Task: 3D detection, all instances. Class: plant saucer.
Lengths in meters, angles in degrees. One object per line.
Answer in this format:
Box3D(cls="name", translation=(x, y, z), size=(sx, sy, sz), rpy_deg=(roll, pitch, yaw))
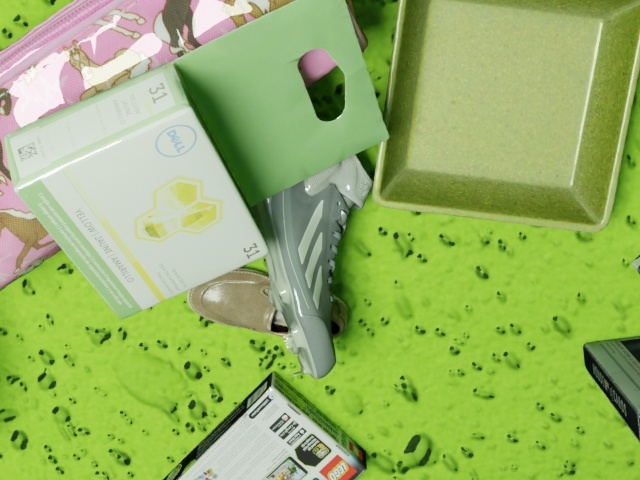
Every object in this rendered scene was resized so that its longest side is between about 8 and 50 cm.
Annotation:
Box3D(cls="plant saucer", translation=(0.144, -0.111, 0.865), size=(0.188, 0.045, 0.188), rpy_deg=(7, 106, -1))

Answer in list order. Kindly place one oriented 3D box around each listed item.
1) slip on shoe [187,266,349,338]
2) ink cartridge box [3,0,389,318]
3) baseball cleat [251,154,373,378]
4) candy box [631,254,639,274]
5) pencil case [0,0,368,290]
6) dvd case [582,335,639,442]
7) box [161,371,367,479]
Box3D(cls="slip on shoe", translation=(-0.043, 0.057, 0.916), size=(0.135, 0.041, 0.051), rpy_deg=(15, 106, -4))
Box3D(cls="ink cartridge box", translation=(-0.067, -0.053, 0.749), size=(0.235, 0.056, 0.171), rpy_deg=(-24, 144, 0))
Box3D(cls="baseball cleat", translation=(0.000, 0.000, 0.864), size=(0.109, 0.072, 0.206), rpy_deg=(-18, 95, -13))
Box3D(cls="candy box", translation=(0.359, -0.018, 0.833), size=(0.071, 0.159, 0.233), rpy_deg=(43, 103, -10))
Box3D(cls="pencil case", translation=(-0.152, -0.108, 0.804), size=(0.386, 0.167, 0.160), rpy_deg=(-31, 100, 8))
Box3D(cls="dvd case", translation=(0.341, 0.101, 0.856), size=(0.239, 0.179, 0.029), rpy_deg=(-8, 100, 2))
Box3D(cls="box", translation=(-0.071, 0.224, 0.968), size=(0.114, 0.036, 0.207), rpy_deg=(43, 102, -11))
